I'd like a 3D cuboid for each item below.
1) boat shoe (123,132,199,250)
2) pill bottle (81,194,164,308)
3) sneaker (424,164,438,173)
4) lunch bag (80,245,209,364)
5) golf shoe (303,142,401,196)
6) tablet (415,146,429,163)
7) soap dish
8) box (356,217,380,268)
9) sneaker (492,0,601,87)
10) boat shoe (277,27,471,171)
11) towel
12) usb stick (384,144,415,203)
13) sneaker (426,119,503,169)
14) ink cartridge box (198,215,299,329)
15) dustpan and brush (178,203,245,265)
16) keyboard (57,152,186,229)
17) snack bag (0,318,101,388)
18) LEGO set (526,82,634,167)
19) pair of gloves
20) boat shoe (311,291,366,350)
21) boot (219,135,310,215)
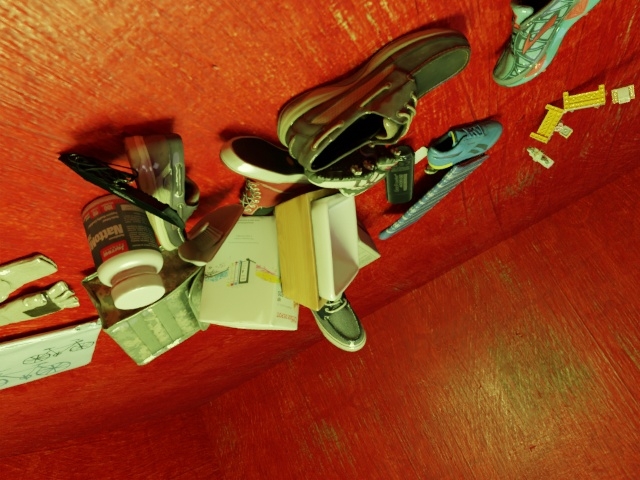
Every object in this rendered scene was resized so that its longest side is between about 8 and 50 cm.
[{"bbox_3d":[-0.252,-0.074,0.765,0.093,0.102,0.285,-16,152,-14],"label":"boat shoe"},{"bbox_3d":[-0.335,0.020,0.776,0.108,0.180,0.108,-23,160,-9],"label":"pill bottle"},{"bbox_3d":[0.320,-0.210,1.222,0.083,0.032,0.037,-26,147,-15],"label":"sneaker"},{"bbox_3d":[-0.350,0.129,1.048,0.287,0.169,0.235,-30,154,-21],"label":"lunch bag"},{"bbox_3d":[0.061,-0.132,0.908,0.273,0.105,0.120,-20,149,-47],"label":"golf shoe"},{"bbox_3d":[0.243,-0.210,1.156,0.083,0.006,0.054,-38,156,29],"label":"tablet"},{"bbox_3d":[0.000,0.000,0.983,0.118,0.228,0.291,-2,-170,17],"label":"soap dish"},{"bbox_3d":[0.059,0.010,1.302,0.149,0.126,0.232,-30,159,12],"label":"box"},{"bbox_3d":[0.366,-0.388,0.778,0.125,0.104,0.261,2,146,-20],"label":"sneaker"},{"bbox_3d":[0.103,-0.225,0.771,0.356,0.130,0.132,-28,160,6],"label":"boat shoe"},{"bbox_3d":[0.327,-0.133,1.325,0.243,0.040,0.336,-27,165,-47],"label":"towel"},{"bbox_3d":[0.204,-0.164,1.159,0.077,0.045,0.278,-5,162,9],"label":"usb stick"},{"bbox_3d":[0.362,-0.250,1.112,0.210,0.069,0.082,-26,155,-1],"label":"sneaker"},{"bbox_3d":[-0.145,0.079,1.003,0.168,0.232,0.171,0,166,16],"label":"ink cartridge box"},{"bbox_3d":[-0.253,-0.007,0.910,0.211,0.060,0.147,-20,-144,51],"label":"dustpan and brush"},{"bbox_3d":[-0.279,-0.082,0.644,0.038,0.192,0.100,-62,170,-14],"label":"keyboard"},{"bbox_3d":[-0.767,0.310,1.182,0.323,0.037,0.342,-10,155,-38],"label":"snack bag"},{"bbox_3d":[0.694,-0.337,1.232,0.287,0.132,0.107,-44,162,26],"label":"LEGO set"},{"bbox_3d":[-0.610,0.115,0.883,0.204,0.042,0.240,-18,158,-20],"label":"pair of gloves"},{"bbox_3d":[0.026,0.184,1.410,0.127,0.340,0.158,-31,152,-21],"label":"boat shoe"},{"bbox_3d":[-0.131,-0.106,0.856,0.176,0.088,0.244,-35,162,27],"label":"boot"}]
